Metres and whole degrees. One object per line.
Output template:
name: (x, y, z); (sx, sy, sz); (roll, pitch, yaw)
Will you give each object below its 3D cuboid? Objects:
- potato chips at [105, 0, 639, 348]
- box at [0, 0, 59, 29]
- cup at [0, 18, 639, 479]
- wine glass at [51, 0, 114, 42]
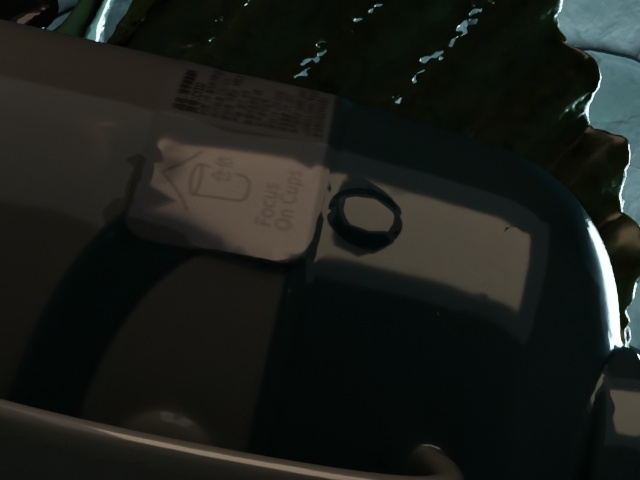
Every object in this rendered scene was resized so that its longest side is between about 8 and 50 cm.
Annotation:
potato chips: (0.002, -0.007, 1.014); (0.373, 0.389, 0.097); (23, -21, 4)
box: (-0.261, -0.099, 1.034); (0.201, 0.042, 0.212); (7, 38, 37)
cup: (-0.043, 0.056, 0.554); (0.258, 0.219, 0.289); (12, 3, 0)
wine glass: (-0.152, -0.148, 1.221); (0.267, 0.406, 0.267); (27, 4, -2)
